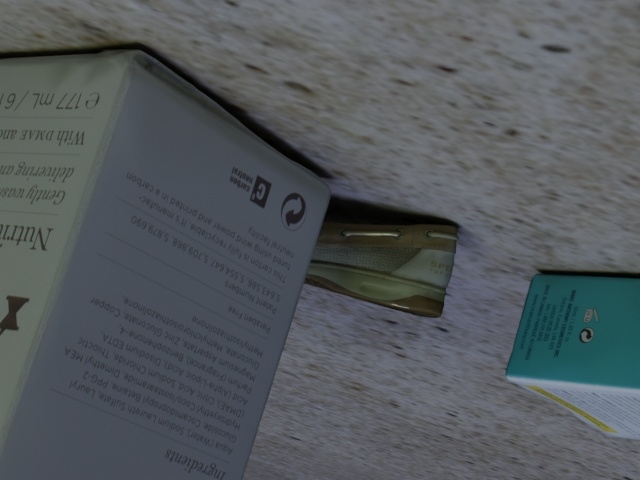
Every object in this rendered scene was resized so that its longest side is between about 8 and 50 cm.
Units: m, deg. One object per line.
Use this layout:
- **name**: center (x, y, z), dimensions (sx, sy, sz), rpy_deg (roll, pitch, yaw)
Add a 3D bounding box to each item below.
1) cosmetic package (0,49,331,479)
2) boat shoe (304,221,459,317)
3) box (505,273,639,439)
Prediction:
- **cosmetic package**: center (-0.166, 0.116, 0.787), dimensions (0.217, 0.385, 0.156), rpy_deg (3, 159, 41)
- **boat shoe**: center (0.000, 0.000, 0.864), dimensions (0.153, 0.048, 0.056), rpy_deg (15, 178, 34)
- **box**: center (0.216, 0.063, 0.797), dimensions (0.244, 0.060, 0.100), rpy_deg (1, 159, 45)
